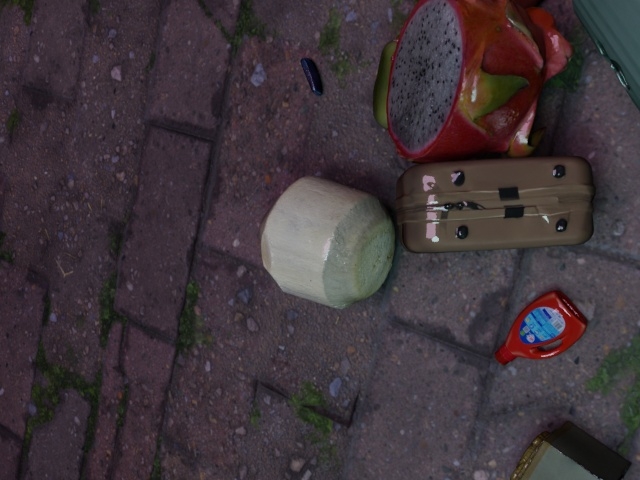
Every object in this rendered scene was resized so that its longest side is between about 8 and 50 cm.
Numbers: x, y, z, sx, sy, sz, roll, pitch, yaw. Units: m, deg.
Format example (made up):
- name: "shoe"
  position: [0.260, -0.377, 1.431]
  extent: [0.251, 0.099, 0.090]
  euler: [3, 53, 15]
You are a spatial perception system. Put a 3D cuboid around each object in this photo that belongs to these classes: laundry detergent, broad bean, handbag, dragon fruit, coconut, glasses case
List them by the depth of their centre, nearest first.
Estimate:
- name: "dragon fruit"
  position: [0.259, -0.258, 1.166]
  extent: [0.305, 0.225, 0.305]
  euler: [-176, 90, -69]
- name: "handbag"
  position: [0.268, -0.054, 1.195]
  extent: [0.301, 0.283, 0.149]
  euler: [-5, 92, -6]
- name: "laundry detergent"
  position: [0.375, 0.167, 1.256]
  extent: [0.165, 0.049, 0.097]
  euler: [-47, 72, 28]
- name: "broad bean"
  position: [0.139, -0.299, 1.342]
  extent: [0.124, 0.082, 0.174]
  euler: [-96, 22, -50]
- name: "coconut"
  position: [0.000, 0.000, 1.381]
  extent: [0.266, 0.237, 0.237]
  euler: [21, 104, 25]
- name: "glasses case"
  position: [-0.016, -0.341, 1.489]
  extent: [0.023, 0.033, 0.083]
  euler: [-24, 80, 20]

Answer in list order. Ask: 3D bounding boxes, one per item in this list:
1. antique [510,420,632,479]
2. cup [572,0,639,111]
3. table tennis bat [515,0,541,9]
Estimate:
- name: "antique"
  position: [0.401, 0.399, 1.189]
  extent: [0.148, 0.152, 0.147]
  euler: [35, 110, 29]
- name: "cup"
  position: [0.572, -0.281, 0.934]
  extent: [0.392, 0.310, 0.401]
  euler: [61, 152, 20]
- name: "table tennis bat"
  position: [0.306, -0.368, 1.284]
  extent: [0.310, 0.038, 0.200]
  euler: [-43, 72, 30]
